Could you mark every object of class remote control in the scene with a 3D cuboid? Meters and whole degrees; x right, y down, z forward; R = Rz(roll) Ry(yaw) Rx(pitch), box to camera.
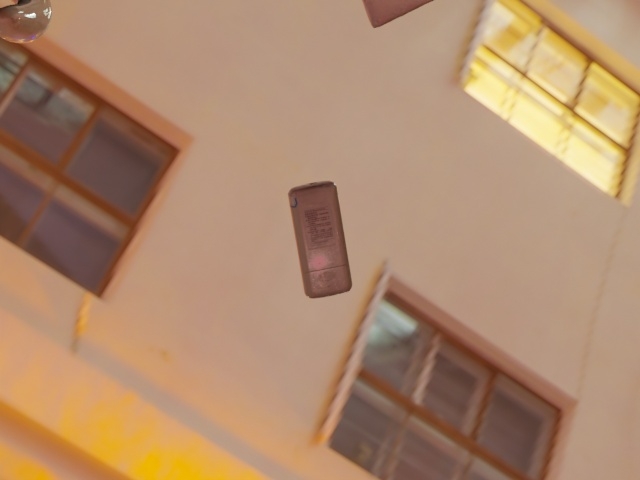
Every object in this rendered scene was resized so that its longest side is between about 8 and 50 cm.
[{"bbox_3d":[0.000,0.000,1.500,0.053,0.124,0.018,-12,-161,-5],"label":"remote control"}]

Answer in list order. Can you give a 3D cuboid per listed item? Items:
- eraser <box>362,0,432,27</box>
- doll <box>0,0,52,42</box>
[{"bbox_3d":[0.039,-0.379,1.068,0.213,0.396,0.082,-28,-162,-17],"label":"eraser"},{"bbox_3d":[-0.246,-0.375,1.238,0.370,0.226,0.215,-51,-141,23],"label":"doll"}]
